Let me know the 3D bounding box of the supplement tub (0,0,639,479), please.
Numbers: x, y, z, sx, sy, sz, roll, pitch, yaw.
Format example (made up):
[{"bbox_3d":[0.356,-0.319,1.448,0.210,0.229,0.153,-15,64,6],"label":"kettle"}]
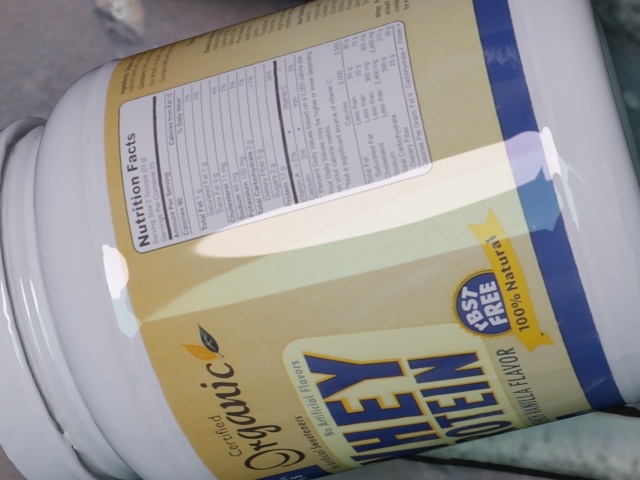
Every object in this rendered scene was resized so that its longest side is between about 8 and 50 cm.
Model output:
[{"bbox_3d":[0.000,0.000,0.843,0.316,0.228,0.228,-15,98,12],"label":"supplement tub"}]
